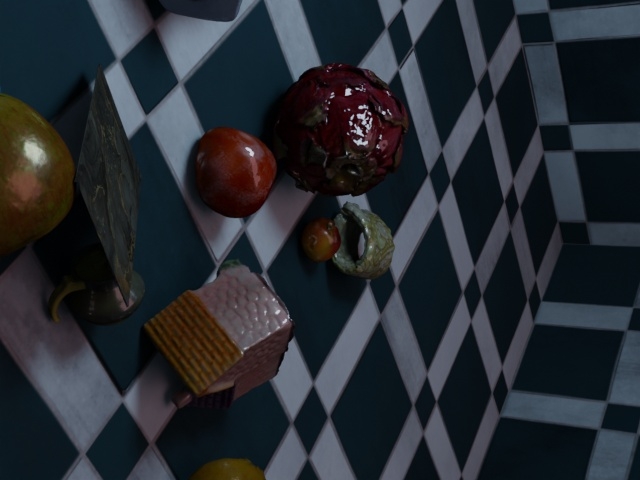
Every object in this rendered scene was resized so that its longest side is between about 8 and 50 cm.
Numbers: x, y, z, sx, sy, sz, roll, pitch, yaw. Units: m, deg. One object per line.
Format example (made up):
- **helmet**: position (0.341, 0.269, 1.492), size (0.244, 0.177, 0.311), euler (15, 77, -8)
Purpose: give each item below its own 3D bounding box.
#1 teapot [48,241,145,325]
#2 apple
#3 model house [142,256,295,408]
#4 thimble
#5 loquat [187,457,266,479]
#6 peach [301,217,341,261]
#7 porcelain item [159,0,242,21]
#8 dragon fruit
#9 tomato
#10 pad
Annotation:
- **teapot**: position (-0.381, 0.081, 1.630), size (0.165, 0.130, 0.119), euler (-24, 137, -23)
- **apple**: position (-0.482, -0.091, 1.384), size (0.226, 0.246, 0.246), euler (60, 39, -15)
- **model house**: position (-0.212, 0.201, 1.891), size (0.237, 0.202, 0.237), euler (-30, 157, -31)
- **thimble**: position (0.101, 0.002, 2.451), size (0.143, 0.137, 0.191), euler (12, 67, -58)
- **loquat**: position (-0.200, 0.543, 1.927), size (0.187, 0.176, 0.234), euler (29, 83, -14)
- **peach**: position (-0.001, 0.000, 2.317), size (0.100, 0.100, 0.101), euler (-7, 98, -60)
- **porcelain item**: position (-0.165, -0.604, 1.844), size (0.179, 0.242, 0.405), euler (85, 22, -52)
- **dragon fruit**: position (0.044, -0.248, 2.177), size (0.329, 0.329, 0.330), euler (-7, 98, -60)
- **tomato**: position (-0.174, -0.139, 1.949), size (0.187, 0.151, 0.187), euler (-12, 105, -54)
- **pad**: position (-0.342, -0.100, 1.592), size (0.368, 0.007, 0.248), euler (-97, 175, -52)
